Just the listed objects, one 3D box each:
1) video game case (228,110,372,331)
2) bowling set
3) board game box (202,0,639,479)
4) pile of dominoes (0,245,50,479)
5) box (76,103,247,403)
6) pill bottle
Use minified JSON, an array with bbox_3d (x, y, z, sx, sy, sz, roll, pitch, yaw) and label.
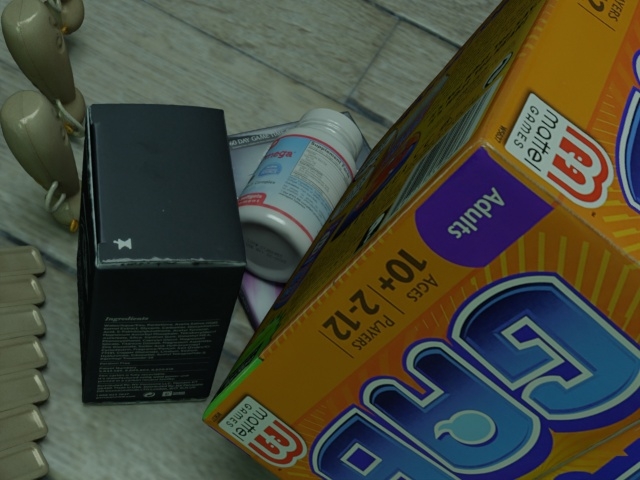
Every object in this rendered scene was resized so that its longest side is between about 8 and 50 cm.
[{"bbox_3d":[0.000,0.000,1.009,0.196,0.026,0.274,-15,61,-25],"label":"video game case"},{"bbox_3d":[-0.314,-0.147,0.972,0.199,0.154,0.287,-6,56,2],"label":"bowling set"},{"bbox_3d":[0.202,0.037,0.768,0.356,0.356,0.356,37,47,-5],"label":"board game box"},{"bbox_3d":[-0.311,0.093,0.828,0.196,0.040,0.251,15,47,-33],"label":"pile of dominoes"},{"bbox_3d":[-0.134,0.016,0.841,0.108,0.207,0.153,0,55,-16],"label":"box"},{"bbox_3d":[-0.019,-0.046,0.965,0.087,0.087,0.160,25,51,3],"label":"pill bottle"}]
